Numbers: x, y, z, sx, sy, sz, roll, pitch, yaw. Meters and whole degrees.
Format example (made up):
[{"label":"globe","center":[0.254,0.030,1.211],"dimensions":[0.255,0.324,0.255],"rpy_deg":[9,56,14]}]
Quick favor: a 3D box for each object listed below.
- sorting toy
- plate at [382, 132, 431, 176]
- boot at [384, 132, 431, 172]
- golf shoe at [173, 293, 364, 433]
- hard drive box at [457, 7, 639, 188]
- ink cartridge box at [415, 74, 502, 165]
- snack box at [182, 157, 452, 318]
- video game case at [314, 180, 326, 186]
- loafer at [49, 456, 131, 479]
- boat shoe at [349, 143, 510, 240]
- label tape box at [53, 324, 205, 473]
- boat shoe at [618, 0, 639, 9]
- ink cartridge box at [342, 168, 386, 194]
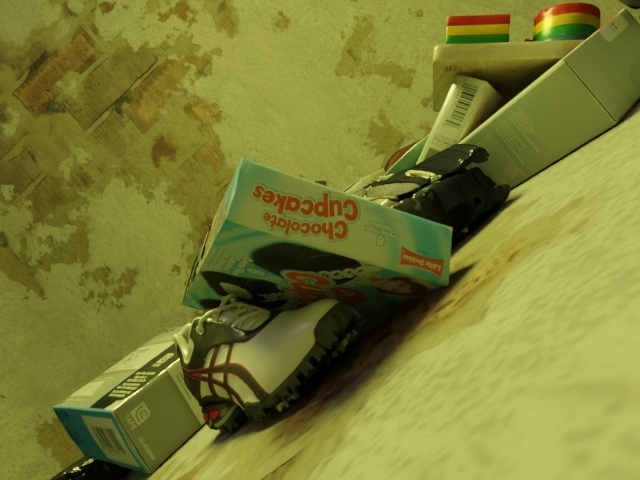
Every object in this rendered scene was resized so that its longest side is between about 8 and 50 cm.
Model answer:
[{"label":"sorting toy","center":[0.311,-0.284,0.828],"dimensions":[0.256,0.089,0.257],"rpy_deg":[3,-2,12]},{"label":"plate","center":[0.170,-0.137,0.897],"dimensions":[0.188,0.024,0.188],"rpy_deg":[-37,-9,-7]},{"label":"boot","center":[0.310,-0.243,1.330],"dimensions":[0.264,0.096,0.280],"rpy_deg":[-29,2,-20]},{"label":"golf shoe","center":[-0.071,0.105,0.504],"dimensions":[0.105,0.120,0.273],"rpy_deg":[-35,-2,-45]},{"label":"hard drive box","center":[0.283,-0.155,0.664],"dimensions":[0.181,0.089,0.232],"rpy_deg":[-38,-1,-33]},{"label":"ink cartridge box","center":[0.246,-0.148,0.865],"dimensions":[0.232,0.066,0.189],"rpy_deg":[8,-71,-52]},{"label":"snack box","center":[-0.031,0.034,0.544],"dimensions":[0.322,0.187,0.060],"rpy_deg":[137,146,-63]},{"label":"video game case","center":[0.000,0.000,1.019],"dimensions":[0.026,0.196,0.274],"rpy_deg":[-1,-2,0]},{"label":"loafer","center":[-0.380,0.397,0.882],"dimensions":[0.223,0.076,0.078],"rpy_deg":[-33,-9,-28]},{"label":"boat shoe","center":[0.123,-0.041,0.710],"dimensions":[0.158,0.127,0.340],"rpy_deg":[-34,10,-5]},{"label":"label tape box","center":[-0.226,0.211,0.873],"dimensions":[0.249,0.115,0.348],"rpy_deg":[-17,16,46]},{"label":"boat shoe","center":[0.431,-0.349,0.649],"dimensions":[0.340,0.113,0.127],"rpy_deg":[-12,-24,-34]},{"label":"ink cartridge box","center":[0.118,-0.052,1.057],"dimensions":[0.093,0.154,0.212],"rpy_deg":[-38,-2,24]}]
